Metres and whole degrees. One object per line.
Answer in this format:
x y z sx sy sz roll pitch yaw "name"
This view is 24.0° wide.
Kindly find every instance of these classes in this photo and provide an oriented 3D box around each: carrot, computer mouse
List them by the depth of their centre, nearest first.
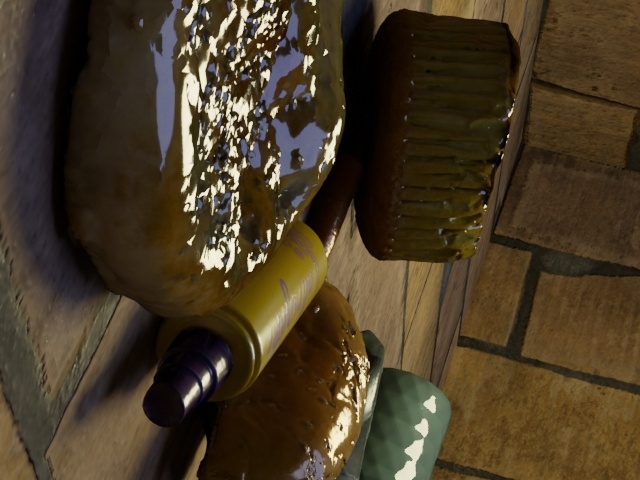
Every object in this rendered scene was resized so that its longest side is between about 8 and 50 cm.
0.000 0.000 1.465 0.037 0.037 0.190 79 28 -66 "carrot"
0.020 0.186 1.692 0.379 0.090 0.167 -37 140 -82 "computer mouse"

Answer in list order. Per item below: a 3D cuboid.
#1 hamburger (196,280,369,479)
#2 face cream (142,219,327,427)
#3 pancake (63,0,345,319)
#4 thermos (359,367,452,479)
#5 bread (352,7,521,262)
-0.028 0.129 1.239 0.124 0.131 0.262 93 10 -46 "hamburger"
-0.066 0.060 1.084 0.273 0.078 0.078 -52 154 -65 "face cream"
-0.045 -0.135 0.917 0.387 0.082 0.387 12 90 -77 "pancake"
0.057 0.297 1.910 0.182 0.145 0.286 56 41 -32 "thermos"
0.110 -0.104 1.528 0.227 0.142 0.253 -95 -166 -46 "bread"
